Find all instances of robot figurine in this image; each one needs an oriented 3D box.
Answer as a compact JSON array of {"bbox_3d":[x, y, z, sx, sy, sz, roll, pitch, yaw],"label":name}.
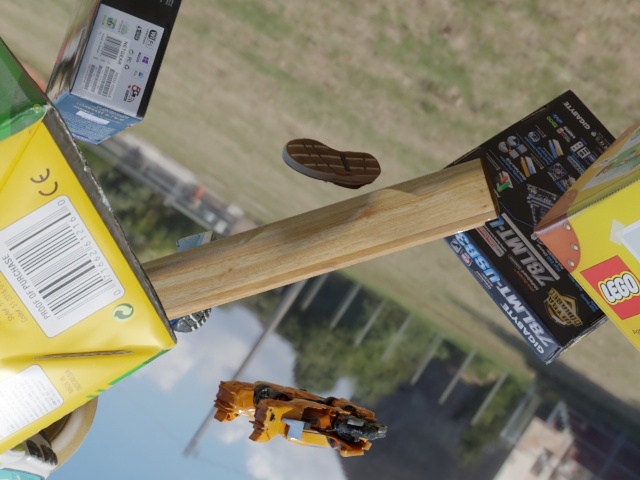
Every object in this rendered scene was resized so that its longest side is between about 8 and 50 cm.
[{"bbox_3d":[-0.029,0.301,2.067,0.291,0.085,0.211,17,-178,-40],"label":"robot figurine"}]

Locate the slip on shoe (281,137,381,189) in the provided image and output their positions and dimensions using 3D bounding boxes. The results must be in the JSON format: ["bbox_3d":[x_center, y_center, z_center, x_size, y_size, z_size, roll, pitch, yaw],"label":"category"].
[{"bbox_3d":[0.008,-0.086,1.426,0.135,0.041,0.051,3,-122,-38],"label":"slip on shoe"}]

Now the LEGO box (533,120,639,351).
[{"bbox_3d":[0.488,0.000,1.068,0.372,0.193,0.500,48,152,-2],"label":"LEGO box"}]

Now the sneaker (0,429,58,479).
[{"bbox_3d":[-0.391,0.223,1.288,0.107,0.110,0.275,48,-177,39],"label":"sneaker"}]

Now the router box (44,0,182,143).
[{"bbox_3d":[-0.205,-0.269,1.306,0.081,0.309,0.243,20,172,-19],"label":"router box"}]

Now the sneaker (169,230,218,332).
[{"bbox_3d":[-0.188,0.060,1.701,0.073,0.162,0.063,-1,140,15],"label":"sneaker"}]

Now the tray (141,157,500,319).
[{"bbox_3d":[0.000,0.000,1.411,0.203,0.410,0.076,-22,-86,-80],"label":"tray"}]

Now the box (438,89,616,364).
[{"bbox_3d":[0.328,-0.027,1.678,0.295,0.293,0.073,51,156,14],"label":"box"}]

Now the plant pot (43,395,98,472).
[{"bbox_3d":[-0.396,0.186,1.515,0.236,0.236,0.032,34,160,5],"label":"plant pot"}]

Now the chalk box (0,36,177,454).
[{"bbox_3d":[-0.175,-0.023,0.501,0.213,0.132,0.132,46,164,46],"label":"chalk box"}]
